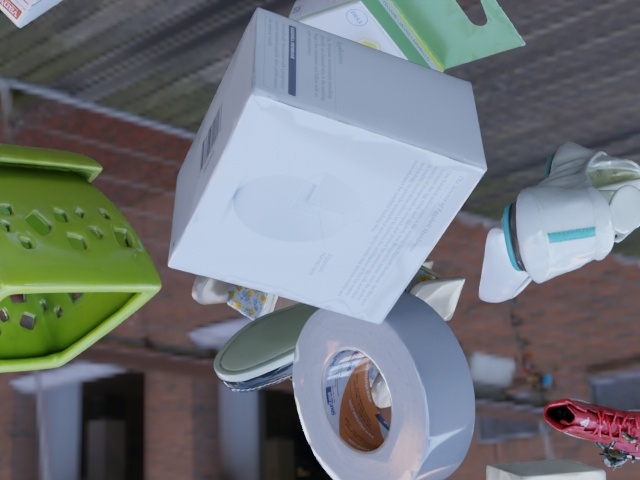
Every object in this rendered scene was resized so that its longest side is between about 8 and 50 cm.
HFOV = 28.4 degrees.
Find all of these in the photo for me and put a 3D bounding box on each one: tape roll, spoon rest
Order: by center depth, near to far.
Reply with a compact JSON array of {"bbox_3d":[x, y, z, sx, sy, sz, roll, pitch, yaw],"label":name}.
[{"bbox_3d":[0.064,0.165,1.360,0.072,0.219,0.219,-9,171,-39],"label":"tape roll"},{"bbox_3d":[0.314,0.023,2.076,0.137,0.084,0.276,-43,164,-13],"label":"spoon rest"}]

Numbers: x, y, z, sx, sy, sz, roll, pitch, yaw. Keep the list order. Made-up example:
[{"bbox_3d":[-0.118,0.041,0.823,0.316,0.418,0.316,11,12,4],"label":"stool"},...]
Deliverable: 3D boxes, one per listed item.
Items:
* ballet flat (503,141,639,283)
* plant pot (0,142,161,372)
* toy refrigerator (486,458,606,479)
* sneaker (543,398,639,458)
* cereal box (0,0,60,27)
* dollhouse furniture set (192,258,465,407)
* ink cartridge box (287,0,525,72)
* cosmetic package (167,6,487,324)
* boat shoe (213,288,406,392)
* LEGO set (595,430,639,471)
[{"bbox_3d":[0.315,-0.038,1.455,0.139,0.139,0.400,-9,-172,22],"label":"ballet flat"},{"bbox_3d":[-0.357,0.016,1.453,0.228,0.207,0.227,-36,157,34],"label":"plant pot"},{"bbox_3d":[0.241,0.376,1.352,0.102,0.269,0.094,-2,180,-19],"label":"toy refrigerator"},{"bbox_3d":[0.466,0.308,2.055,0.221,0.087,0.128,4,176,32],"label":"sneaker"},{"bbox_3d":[-0.226,-0.335,1.301,0.047,0.173,0.240,45,131,-5],"label":"cereal box"},{"bbox_3d":[0.000,0.000,1.819,0.362,0.394,0.256,28,-163,30],"label":"dollhouse furniture set"},{"bbox_3d":[0.099,-0.243,1.504,0.235,0.056,0.171,-10,137,39],"label":"ink cartridge box"},{"bbox_3d":[0.001,-0.063,1.186,0.224,0.138,0.224,18,131,-16],"label":"cosmetic package"},{"bbox_3d":[-0.002,0.137,1.680,0.127,0.113,0.340,8,-152,36],"label":"boat shoe"},{"bbox_3d":[0.381,0.273,1.612,0.083,0.023,0.054,-10,-152,-33],"label":"LEGO set"}]
